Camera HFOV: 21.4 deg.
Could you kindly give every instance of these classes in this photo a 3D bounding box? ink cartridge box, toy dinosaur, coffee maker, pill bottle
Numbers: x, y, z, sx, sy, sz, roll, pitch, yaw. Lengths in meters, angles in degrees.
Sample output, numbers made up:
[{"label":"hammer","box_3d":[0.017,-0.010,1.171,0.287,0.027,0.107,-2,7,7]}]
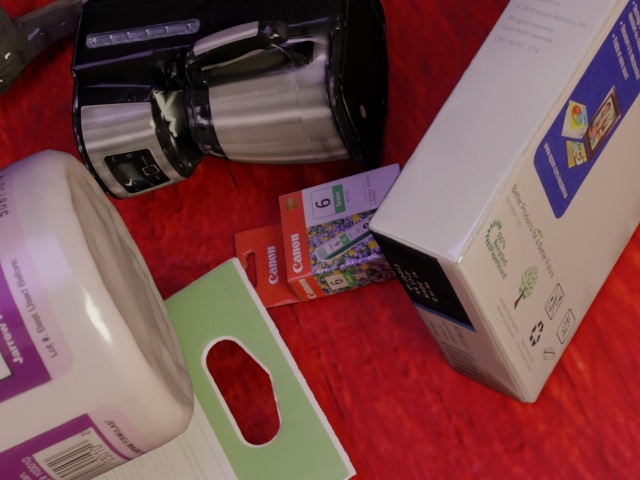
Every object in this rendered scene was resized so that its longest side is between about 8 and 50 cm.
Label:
[{"label":"ink cartridge box","box_3d":[0.155,-0.089,0.919,0.065,0.165,0.332,24,70,32]},{"label":"toy dinosaur","box_3d":[-0.235,-0.146,1.173,0.268,0.064,0.118,-37,61,-6]},{"label":"coffee maker","box_3d":[-0.053,-0.110,1.058,0.178,0.120,0.171,-6,35,17]},{"label":"ink cartridge box","box_3d":[0.000,0.000,1.007,0.115,0.029,0.063,-15,57,12]},{"label":"pill bottle","box_3d":[-0.233,0.087,0.890,0.301,0.169,0.169,-25,54,3]},{"label":"ink cartridge box","box_3d":[-0.108,0.138,0.950,0.235,0.056,0.171,-31,54,-1]}]
